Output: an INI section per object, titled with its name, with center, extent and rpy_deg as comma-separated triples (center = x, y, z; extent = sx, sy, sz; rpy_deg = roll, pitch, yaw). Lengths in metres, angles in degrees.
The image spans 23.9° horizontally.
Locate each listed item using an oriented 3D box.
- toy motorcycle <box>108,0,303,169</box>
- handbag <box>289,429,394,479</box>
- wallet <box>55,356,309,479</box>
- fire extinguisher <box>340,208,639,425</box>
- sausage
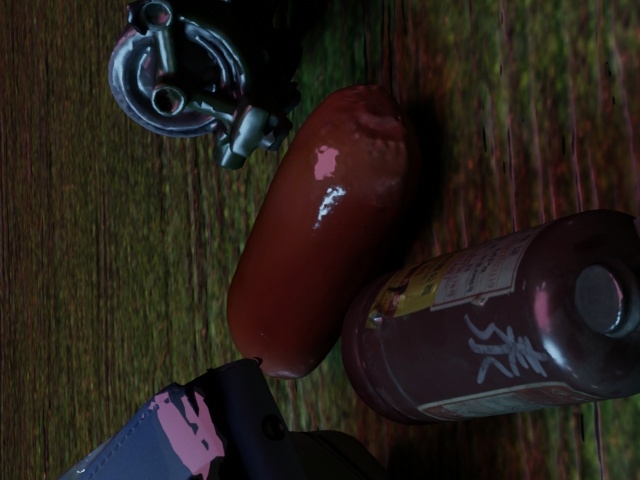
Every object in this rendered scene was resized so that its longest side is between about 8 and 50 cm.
[toy motorcycle]
center = -0.026, -0.162, 0.812
extent = 0.205, 0.127, 0.275
rpy_deg = -79, 15, -56
[handbag]
center = 0.035, 0.246, 0.696
extent = 0.315, 0.109, 0.241
rpy_deg = 46, 130, 51
[wallet]
center = -0.042, 0.188, 0.686
extent = 0.170, 0.069, 0.231
rpy_deg = -44, 63, 37
[fire extinguisher]
center = 0.104, 0.043, 0.604
extent = 0.106, 0.075, 0.252
rpy_deg = 62, 152, -4
[sausage]
center = 0.000, 0.000, 0.807
extent = 0.194, 0.077, 0.077
rpy_deg = -63, 36, 40
